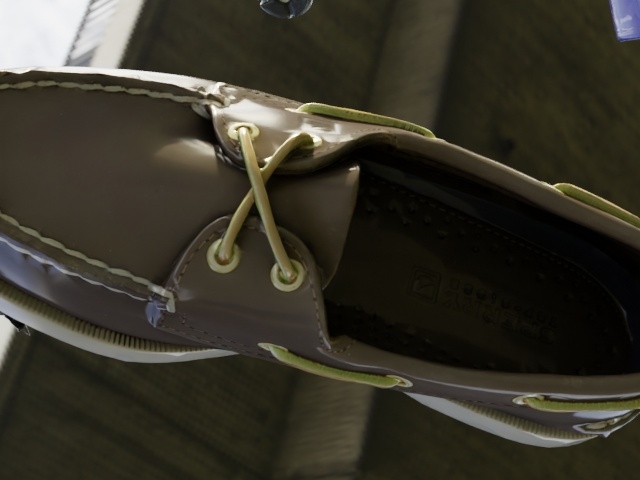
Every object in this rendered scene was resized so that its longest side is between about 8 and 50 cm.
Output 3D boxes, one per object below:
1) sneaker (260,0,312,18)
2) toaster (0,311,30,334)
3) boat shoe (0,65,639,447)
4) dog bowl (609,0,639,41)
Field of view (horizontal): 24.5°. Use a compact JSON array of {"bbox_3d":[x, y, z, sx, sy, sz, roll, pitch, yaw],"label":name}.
[{"bbox_3d":[-0.053,-0.322,1.412,0.094,0.081,0.209,-54,-49,-57],"label":"sneaker"},{"bbox_3d":[-0.321,-0.030,1.395,0.185,0.110,0.168,24,-116,-20],"label":"toaster"},{"bbox_3d":[0.000,0.000,0.562,0.324,0.097,0.117,19,-111,-14],"label":"boat shoe"},{"bbox_3d":[0.366,-0.234,1.207,0.265,0.265,0.104,-15,-81,-48],"label":"dog bowl"}]
